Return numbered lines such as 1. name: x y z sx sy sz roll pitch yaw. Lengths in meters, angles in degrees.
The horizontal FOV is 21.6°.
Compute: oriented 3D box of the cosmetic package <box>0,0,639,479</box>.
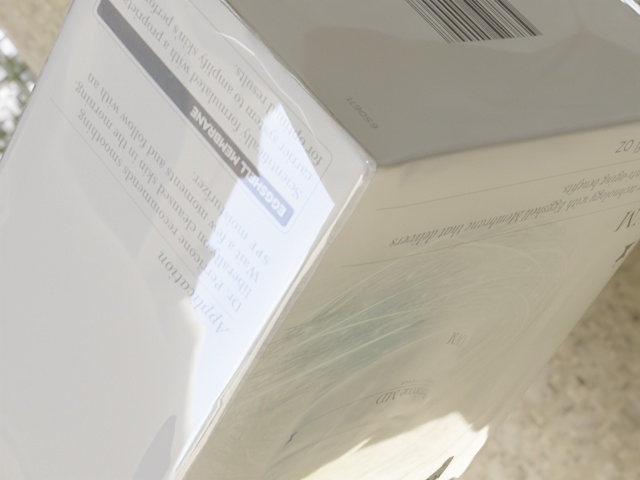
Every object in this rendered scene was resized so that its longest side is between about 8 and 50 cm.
1. cosmetic package: 0.000 0.000 0.628 0.224 0.138 0.224 -12 -37 -48
